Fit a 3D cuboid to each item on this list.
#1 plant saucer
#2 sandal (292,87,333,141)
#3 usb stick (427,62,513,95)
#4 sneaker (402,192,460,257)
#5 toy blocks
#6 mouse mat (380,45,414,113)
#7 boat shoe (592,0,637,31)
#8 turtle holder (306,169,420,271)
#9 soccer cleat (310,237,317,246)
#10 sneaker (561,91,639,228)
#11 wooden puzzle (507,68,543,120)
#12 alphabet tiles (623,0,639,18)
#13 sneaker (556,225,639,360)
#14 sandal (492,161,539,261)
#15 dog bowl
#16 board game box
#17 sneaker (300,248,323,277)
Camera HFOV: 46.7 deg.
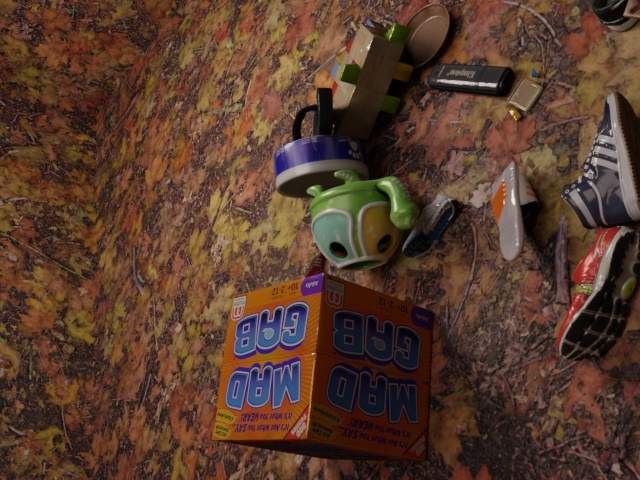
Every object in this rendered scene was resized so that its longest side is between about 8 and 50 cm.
[{"bbox_3d":[0.299,-0.574,2.108,0.199,0.036,0.198,-28,51,42],"label":"plant saucer"},{"bbox_3d":[-0.028,-0.330,2.159,0.446,0.107,0.167,104,164,-78],"label":"sandal"},{"bbox_3d":[0.382,-0.418,1.915,0.278,0.045,0.077,24,93,54],"label":"usb stick"},{"bbox_3d":[0.270,-0.040,1.864,0.190,0.071,0.083,-50,32,12],"label":"sneaker"},{"bbox_3d":[0.115,-0.483,2.176,0.261,0.191,0.381,-112,38,-58],"label":"toy blocks"},{"bbox_3d":[0.203,-0.485,2.171,0.189,0.007,0.152,-58,38,39],"label":"mouse mat"},{"bbox_3d":[0.691,-0.595,1.569,0.302,0.091,0.114,-62,36,9],"label":"boat shoe"},{"bbox_3d":[0.127,-0.050,1.928,0.320,0.243,0.227,-12,74,23],"label":"turtle holder"},{"bbox_3d":[0.000,0.000,2.212,0.083,0.029,0.035,-35,43,31],"label":"soccer cleat"},{"bbox_3d":[0.568,-0.157,1.503,0.153,0.099,0.282,-22,59,43],"label":"sneaker"},{"bbox_3d":[0.490,-0.347,1.772,0.116,0.014,0.078,-54,43,20],"label":"wooden puzzle"},{"bbox_3d":[0.746,-0.596,1.478,0.285,0.011,0.342,20,89,33],"label":"alphabet tiles"},{"bbox_3d":[0.534,0.103,1.443,0.279,0.107,0.118,-64,18,2],"label":"sneaker"},{"bbox_3d":[0.437,-0.055,1.637,0.102,0.076,0.265,118,163,-50],"label":"sandal"},{"bbox_3d":[0.001,-0.205,2.099,0.265,0.265,0.104,-20,72,46],"label":"dog bowl"},{"bbox_3d":[0.009,0.318,1.762,0.356,0.357,0.356,-17,60,47],"label":"board game box"},{"bbox_3d":[-0.007,0.077,2.180,0.042,0.067,0.118,-21,27,48],"label":"sneaker"}]
